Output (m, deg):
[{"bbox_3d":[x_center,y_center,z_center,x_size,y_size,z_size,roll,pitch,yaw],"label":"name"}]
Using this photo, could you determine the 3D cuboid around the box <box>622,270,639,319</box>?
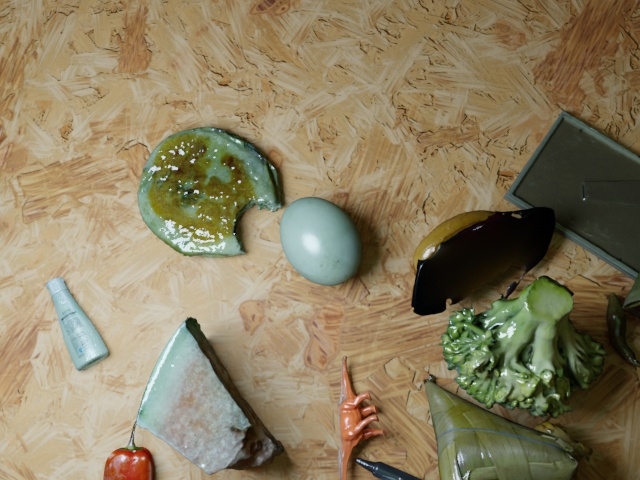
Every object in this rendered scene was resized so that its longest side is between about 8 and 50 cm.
[{"bbox_3d":[0.855,0.075,1.234,0.420,0.138,0.373,31,77,5],"label":"box"}]

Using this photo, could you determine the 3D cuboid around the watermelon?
[{"bbox_3d":[-0.210,0.296,1.138,0.151,0.264,0.302,-34,80,-8],"label":"watermelon"}]

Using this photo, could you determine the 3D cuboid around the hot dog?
[{"bbox_3d":[0.297,0.028,1.284,0.326,0.107,0.194,-10,114,-24],"label":"hot dog"}]

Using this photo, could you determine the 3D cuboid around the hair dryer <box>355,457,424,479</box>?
[{"bbox_3d":[0.170,0.431,1.206,0.195,0.050,0.173,34,74,13],"label":"hair dryer"}]

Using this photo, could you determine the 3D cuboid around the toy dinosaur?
[{"bbox_3d":[0.070,0.357,1.212,0.102,0.055,0.279,-21,59,19],"label":"toy dinosaur"}]

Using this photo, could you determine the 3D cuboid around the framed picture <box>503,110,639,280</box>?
[{"bbox_3d":[0.590,-0.094,1.360,0.335,0.022,0.247,34,77,10],"label":"framed picture"}]

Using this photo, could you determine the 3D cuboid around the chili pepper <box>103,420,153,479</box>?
[{"bbox_3d":[-0.350,0.417,1.196,0.086,0.084,0.192,14,74,-29],"label":"chili pepper"}]

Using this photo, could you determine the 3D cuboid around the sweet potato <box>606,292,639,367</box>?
[{"bbox_3d":[0.587,0.177,1.274,0.041,0.038,0.153,-25,66,38],"label":"sweet potato"}]

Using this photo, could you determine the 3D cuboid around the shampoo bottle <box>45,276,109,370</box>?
[{"bbox_3d":[-0.492,0.161,1.291,0.069,0.041,0.190,-32,76,-2],"label":"shampoo bottle"}]

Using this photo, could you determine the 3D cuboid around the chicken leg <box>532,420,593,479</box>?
[{"bbox_3d":[0.445,0.431,1.185,0.101,0.085,0.207,-12,82,-14],"label":"chicken leg"}]

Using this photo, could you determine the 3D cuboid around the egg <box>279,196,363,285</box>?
[{"bbox_3d":[0.000,0.000,1.274,0.149,0.149,0.192,-31,75,-8],"label":"egg"}]

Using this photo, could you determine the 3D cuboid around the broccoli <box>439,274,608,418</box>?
[{"bbox_3d":[0.378,0.186,1.161,0.288,0.245,0.248,-25,59,-23],"label":"broccoli"}]

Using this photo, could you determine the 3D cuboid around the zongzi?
[{"bbox_3d":[0.312,0.339,1.171,0.228,0.115,0.256,-8,37,2],"label":"zongzi"}]

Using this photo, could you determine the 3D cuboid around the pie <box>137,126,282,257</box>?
[{"bbox_3d":[-0.235,-0.102,1.351,0.303,0.067,0.302,0,73,0],"label":"pie"}]
